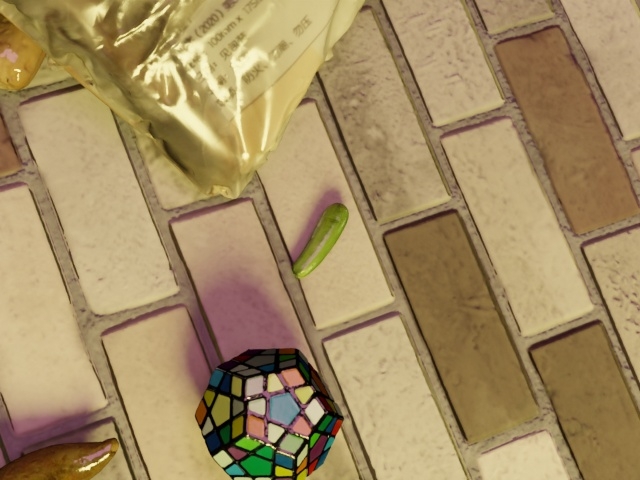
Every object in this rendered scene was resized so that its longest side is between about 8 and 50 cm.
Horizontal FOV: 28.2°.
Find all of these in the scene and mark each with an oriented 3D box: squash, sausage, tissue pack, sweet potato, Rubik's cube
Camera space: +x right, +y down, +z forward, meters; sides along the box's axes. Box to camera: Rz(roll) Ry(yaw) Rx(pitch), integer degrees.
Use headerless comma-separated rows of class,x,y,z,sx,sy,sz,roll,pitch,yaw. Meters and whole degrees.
squash,0.001,0.001,1.249,0.027,0.027,0.089,32,71,-5
sausage,-0.245,-0.276,1.238,0.066,0.066,0.301,28,70,-6
tissue pack,-0.108,-0.286,1.181,0.390,0.195,0.375,46,72,-27
sweet potato,-0.279,0.245,1.088,0.249,0.059,0.069,-47,128,-20
Rubik's cube,-0.046,0.159,1.146,0.133,0.112,0.133,4,73,-12
